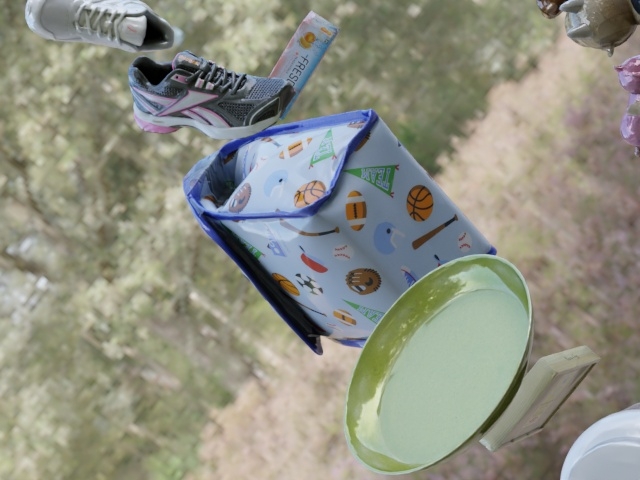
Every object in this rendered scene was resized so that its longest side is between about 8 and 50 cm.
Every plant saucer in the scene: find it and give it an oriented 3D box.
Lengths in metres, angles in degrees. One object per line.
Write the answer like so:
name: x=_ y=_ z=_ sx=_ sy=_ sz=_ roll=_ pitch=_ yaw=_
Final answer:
plant saucer: x=0.120 y=0.125 z=1.365 sx=0.241 sy=0.037 sz=0.241 roll=-37 pitch=32 yaw=28

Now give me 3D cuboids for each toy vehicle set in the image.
toy vehicle set: x=0.353 y=0.250 z=2.260 sx=0.166 sy=0.035 sz=0.267 roll=-54 pitch=-20 yaw=15

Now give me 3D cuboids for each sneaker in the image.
sneaker: x=-0.115 y=-0.148 z=1.386 sx=0.072 sy=0.178 sz=0.077 roll=-69 pitch=-30 yaw=-44
sneaker: x=-0.298 y=-0.309 z=1.970 sx=0.232 sy=0.115 sz=0.090 roll=-2 pitch=-72 yaw=-45

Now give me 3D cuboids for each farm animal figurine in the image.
farm animal figurine: x=0.326 y=-0.202 z=1.322 sx=0.172 sy=0.330 sz=0.327 roll=-16 pitch=-19 yaw=-34

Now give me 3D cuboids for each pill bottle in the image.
pill bottle: x=0.361 y=0.266 z=1.536 sx=0.176 sy=0.176 sz=0.318 roll=-52 pitch=-19 yaw=13

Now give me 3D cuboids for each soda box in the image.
soda box: x=-0.040 y=-0.298 z=2.414 sx=0.183 sy=0.063 sz=0.058 roll=-55 pitch=2 yaw=32

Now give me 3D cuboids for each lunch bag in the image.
lunch bag: x=0.000 y=0.000 z=2.098 sx=0.385 sy=0.328 sz=0.239 roll=1 pitch=49 yaw=51
